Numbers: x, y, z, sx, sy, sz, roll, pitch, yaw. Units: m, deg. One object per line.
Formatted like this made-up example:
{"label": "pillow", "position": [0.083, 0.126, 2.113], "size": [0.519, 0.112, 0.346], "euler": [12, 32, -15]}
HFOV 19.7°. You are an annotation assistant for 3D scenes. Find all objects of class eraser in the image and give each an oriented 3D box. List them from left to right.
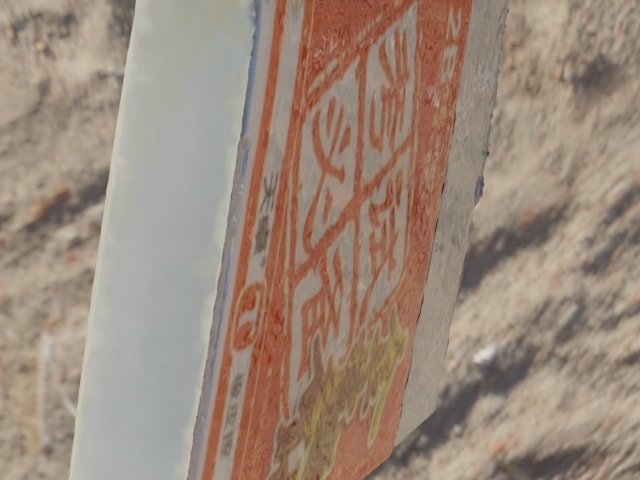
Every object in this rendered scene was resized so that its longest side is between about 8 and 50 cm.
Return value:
{"label": "eraser", "position": [0.000, 0.000, 0.523], "size": [0.038, 0.230, 0.157], "euler": [13, 103, 17]}
